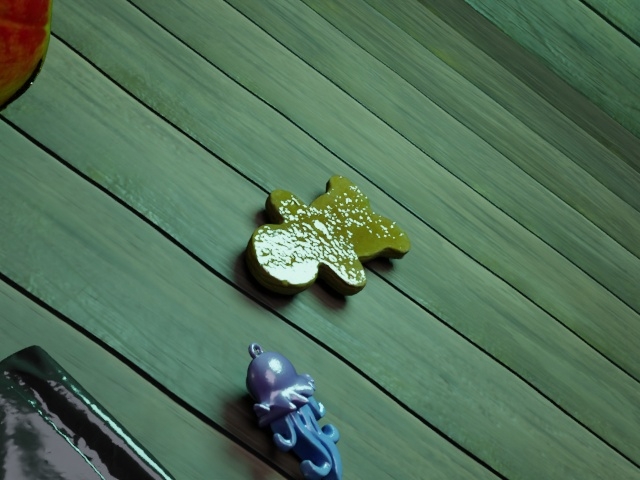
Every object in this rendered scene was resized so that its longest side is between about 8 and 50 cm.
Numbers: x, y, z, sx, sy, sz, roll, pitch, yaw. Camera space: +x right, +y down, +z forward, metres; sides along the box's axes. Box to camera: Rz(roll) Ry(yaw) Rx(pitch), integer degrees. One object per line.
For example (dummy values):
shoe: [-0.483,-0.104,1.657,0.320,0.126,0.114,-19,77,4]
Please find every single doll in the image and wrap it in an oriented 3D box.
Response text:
doll: [-0.029,0.210,0.913,0.206,0.067,0.110,58,27,5]

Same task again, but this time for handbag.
handbag: [-0.264,0.241,0.683,0.247,0.080,0.223,42,48,7]

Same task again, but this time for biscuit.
biscuit: [0.000,0.000,1.146,0.197,0.049,0.301,45,39,13]

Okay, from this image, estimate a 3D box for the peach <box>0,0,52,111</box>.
peach: [-0.470,-0.272,0.785,0.370,0.370,0.370,22,42,-21]
